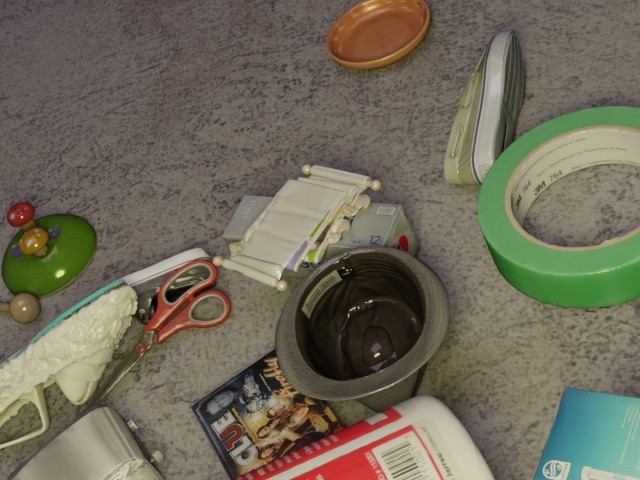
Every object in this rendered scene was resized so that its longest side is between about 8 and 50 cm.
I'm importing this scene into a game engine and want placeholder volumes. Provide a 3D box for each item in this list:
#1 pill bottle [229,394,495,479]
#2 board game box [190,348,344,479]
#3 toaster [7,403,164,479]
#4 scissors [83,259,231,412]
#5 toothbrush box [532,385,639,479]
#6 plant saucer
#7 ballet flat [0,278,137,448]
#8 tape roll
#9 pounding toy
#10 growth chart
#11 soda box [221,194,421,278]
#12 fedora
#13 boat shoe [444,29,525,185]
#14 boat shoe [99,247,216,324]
[{"bbox_3d":[-0.010,0.350,1.274,0.408,0.229,0.229,-23,41,-10],"label":"pill bottle"},{"bbox_3d":[-0.060,0.267,1.570,0.165,0.042,0.243,-34,42,-5],"label":"board game box"},{"bbox_3d":[-0.322,0.345,1.573,0.227,0.129,0.146,-39,45,-13],"label":"toaster"},{"bbox_3d":[-0.271,0.146,1.782,0.297,0.021,0.109,-35,84,-3],"label":"scissors"},{"bbox_3d":[0.396,0.278,1.187,0.296,0.216,0.126,6,53,33],"label":"toothbrush box"},{"bbox_3d":[0.109,-0.378,2.111,0.200,0.037,0.200,-14,45,15],"label":"plant saucer"},{"bbox_3d":[-0.426,0.218,1.758,0.409,0.147,0.147,-33,42,5],"label":"ballet flat"},{"bbox_3d":[0.384,-0.053,1.619,0.321,0.077,0.321,-15,43,15],"label":"tape roll"},{"bbox_3d":[-0.510,0.019,2.003,0.183,0.110,0.237,11,55,36],"label":"pounding toy"},{"bbox_3d":[-0.031,-0.024,1.709,0.172,0.021,0.237,26,66,41],"label":"growth chart"},{"bbox_3d":[0.000,0.000,1.756,0.286,0.098,0.091,4,54,32],"label":"soda box"},{"bbox_3d":[0.069,0.138,1.566,0.244,0.124,0.275,-26,42,3],"label":"fedora"},{"bbox_3d":[0.257,-0.214,1.823,0.094,0.109,0.302,-4,50,27],"label":"boat shoe"},{"bbox_3d":[-0.270,0.093,1.837,0.229,0.080,0.076,-24,67,-1],"label":"boat shoe"}]
